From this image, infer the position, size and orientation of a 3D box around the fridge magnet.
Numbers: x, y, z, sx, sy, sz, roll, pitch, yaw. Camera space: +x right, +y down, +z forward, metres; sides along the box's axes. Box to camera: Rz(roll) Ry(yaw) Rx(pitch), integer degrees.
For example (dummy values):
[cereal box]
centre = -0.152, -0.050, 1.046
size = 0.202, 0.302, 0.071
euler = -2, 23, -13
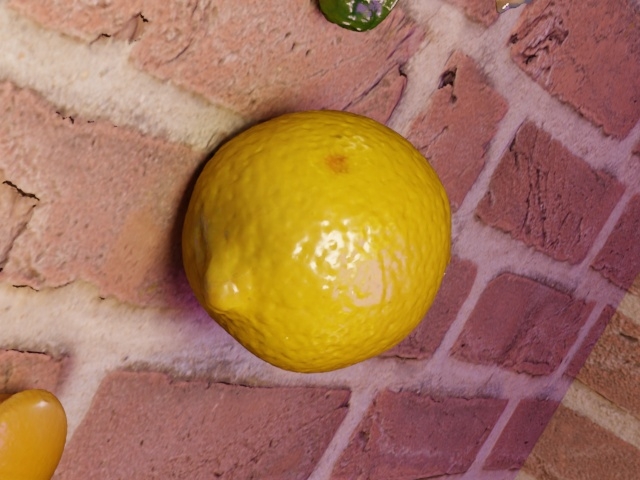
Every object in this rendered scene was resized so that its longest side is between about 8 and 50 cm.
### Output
[fridge magnet]
centre = -0.262, 0.181, 1.326
size = 0.143, 0.063, 0.143
euler = -46, 154, -30

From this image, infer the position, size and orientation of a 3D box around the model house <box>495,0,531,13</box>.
[model house]
centre = 0.200, -0.313, 1.481
size = 0.166, 0.172, 0.183
euler = -42, 152, -49

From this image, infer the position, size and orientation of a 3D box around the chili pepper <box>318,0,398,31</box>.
[chili pepper]
centre = 0.063, -0.274, 1.405
size = 0.072, 0.073, 0.204
euler = 14, 106, -53

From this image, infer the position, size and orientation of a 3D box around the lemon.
[lemon]
centre = -0.004, 0.001, 1.421
size = 0.253, 0.228, 0.228
euler = -11, 130, -60
